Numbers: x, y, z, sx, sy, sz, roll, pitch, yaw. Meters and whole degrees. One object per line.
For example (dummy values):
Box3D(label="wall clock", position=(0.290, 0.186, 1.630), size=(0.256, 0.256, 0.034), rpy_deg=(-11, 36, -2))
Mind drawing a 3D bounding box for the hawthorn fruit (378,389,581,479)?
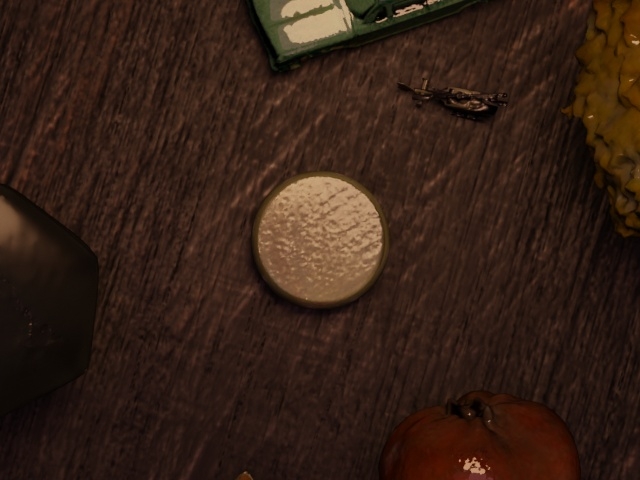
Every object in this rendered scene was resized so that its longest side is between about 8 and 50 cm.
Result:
Box3D(label="hawthorn fruit", position=(0.166, 0.276, 1.662), size=(0.199, 0.199, 0.251), rpy_deg=(-12, 98, -3))

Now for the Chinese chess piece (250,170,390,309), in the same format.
Box3D(label="Chinese chess piece", position=(0.000, 0.000, 1.731), size=(0.144, 0.058, 0.144), rpy_deg=(0, 88, -1))

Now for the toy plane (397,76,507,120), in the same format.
Box3D(label="toy plane", position=(0.138, -0.149, 1.750), size=(0.121, 0.049, 0.031), rpy_deg=(11, 85, 16))

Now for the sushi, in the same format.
Box3D(label="sushi", position=(0.443, -0.147, 1.586), size=(0.351, 0.396, 0.240), rpy_deg=(-2, 72, -38))

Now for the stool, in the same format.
Box3D(label="stool", position=(-0.334, 0.060, 1.655), size=(0.232, 0.141, 0.232), rpy_deg=(0, 91, -19))

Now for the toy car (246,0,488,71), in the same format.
Box3D(label="toy car", position=(0.077, -0.290, 1.731), size=(0.321, 0.097, 0.141), rpy_deg=(-20, 87, -3))

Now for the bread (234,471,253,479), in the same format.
Box3D(label="bread", position=(-0.086, 0.284, 1.700), size=(0.083, 0.077, 0.070), rpy_deg=(-36, 91, -3))
